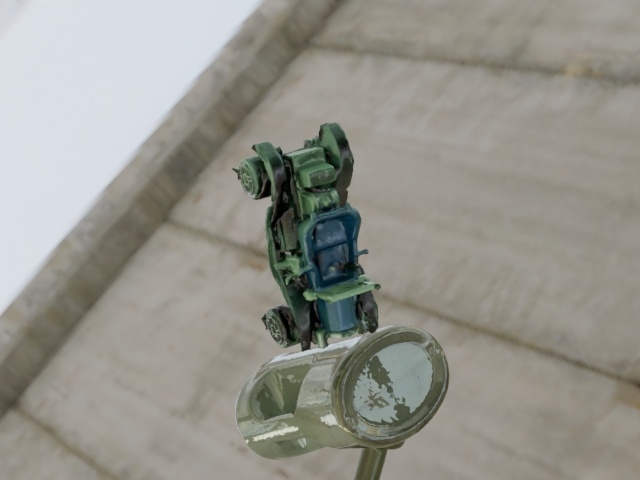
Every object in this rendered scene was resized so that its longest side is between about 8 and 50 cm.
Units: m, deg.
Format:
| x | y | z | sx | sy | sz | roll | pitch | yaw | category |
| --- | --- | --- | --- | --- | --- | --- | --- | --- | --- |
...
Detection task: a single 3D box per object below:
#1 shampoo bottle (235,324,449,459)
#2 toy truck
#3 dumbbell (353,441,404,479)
| x | y | z | sx | sy | sz | roll | pitch | yaw | category |
| --- | --- | --- | --- | --- | --- | --- | --- | --- | --- |
| 0.000 | 0.134 | 1.249 | 0.118 | 0.087 | 0.234 | -35 | -172 | -32 | shampoo bottle |
| 0.000 | 0.001 | 1.025 | 0.080 | 0.154 | 0.078 | -18 | -162 | -25 | toy truck |
| 0.044 | 0.226 | 1.400 | 0.052 | 0.046 | 0.118 | 26 | -75 | 49 | dumbbell |
